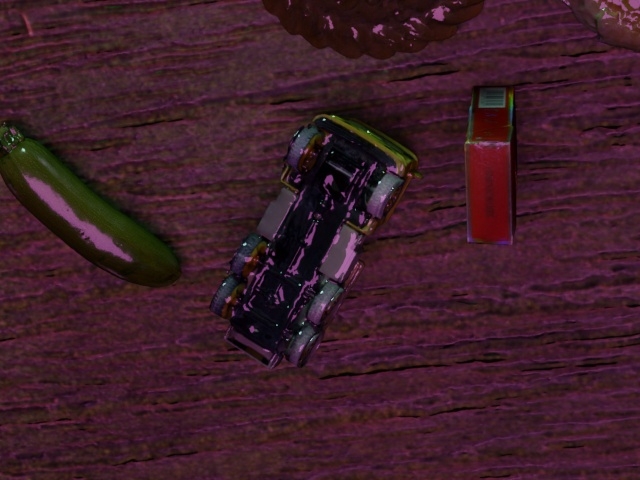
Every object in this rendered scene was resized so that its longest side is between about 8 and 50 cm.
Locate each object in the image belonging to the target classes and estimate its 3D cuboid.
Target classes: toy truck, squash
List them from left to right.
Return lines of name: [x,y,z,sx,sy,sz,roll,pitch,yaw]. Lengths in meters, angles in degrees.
squash: [-0.262,-0.028,1.906,0.258,0.069,0.069,39,112,-10]
toy truck: [0.000,0.000,1.843,0.124,0.157,0.272,31,107,10]

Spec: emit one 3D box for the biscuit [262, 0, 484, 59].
biscuit: [0.049,-0.257,1.748,0.273,0.036,0.187,7,131,-14]

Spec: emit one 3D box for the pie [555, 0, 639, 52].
pie: [0.329,-0.334,1.696,0.306,0.071,0.306,1,113,3]

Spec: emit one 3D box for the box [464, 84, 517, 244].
box: [0.175,-0.079,1.769,0.048,0.175,0.112,0,115,8]
